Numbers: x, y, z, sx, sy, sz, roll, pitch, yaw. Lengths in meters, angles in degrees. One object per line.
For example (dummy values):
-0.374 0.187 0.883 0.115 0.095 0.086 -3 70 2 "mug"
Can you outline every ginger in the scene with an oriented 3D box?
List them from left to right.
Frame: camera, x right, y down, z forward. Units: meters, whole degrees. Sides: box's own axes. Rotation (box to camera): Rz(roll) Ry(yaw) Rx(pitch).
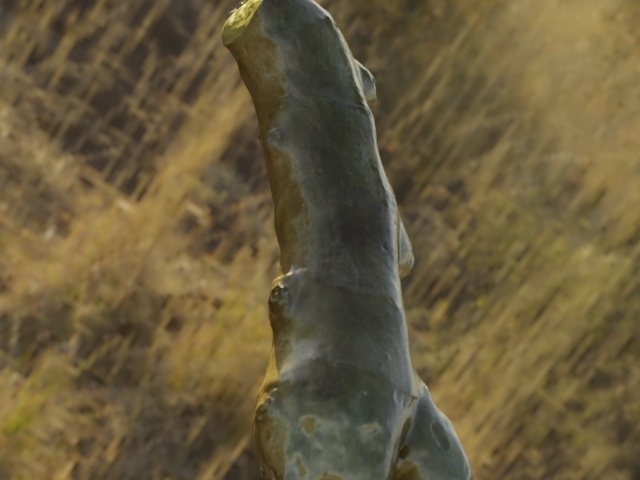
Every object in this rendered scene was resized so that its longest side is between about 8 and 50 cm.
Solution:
0.002 -0.001 0.907 0.118 0.065 0.299 14 56 -42 "ginger"
